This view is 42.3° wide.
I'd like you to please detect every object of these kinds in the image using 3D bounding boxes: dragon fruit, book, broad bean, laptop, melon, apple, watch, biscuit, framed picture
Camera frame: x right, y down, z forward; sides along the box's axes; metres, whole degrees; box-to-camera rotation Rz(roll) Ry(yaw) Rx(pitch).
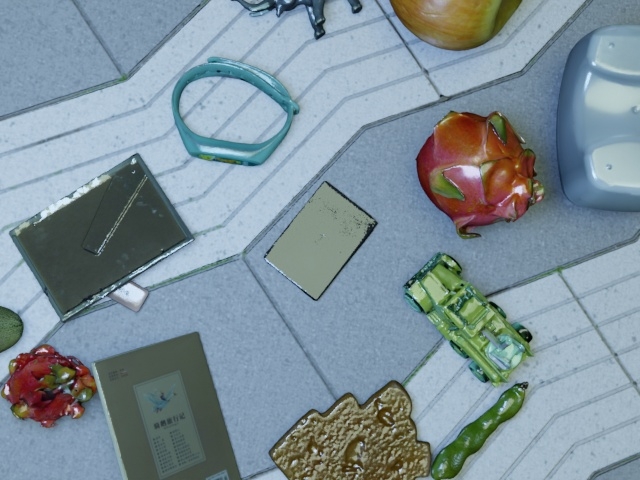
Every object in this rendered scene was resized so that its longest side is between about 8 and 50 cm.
[{"bbox_3d":[0.292,-0.127,1.515,0.224,0.224,0.227,-42,84,-9],"label":"dragon fruit"},{"bbox_3d":[-0.261,0.332,1.438,0.217,0.021,0.310,-13,84,-42],"label":"book"},{"bbox_3d":[0.297,0.356,1.537,0.256,0.053,0.052,-40,76,-13],"label":"broad bean"},{"bbox_3d":[0.000,0.000,1.565,0.135,0.016,0.197,40,80,0],"label":"laptop"},{"bbox_3d":[-0.601,0.159,1.438,0.162,0.099,0.099,-5,85,-10],"label":"melon"},{"bbox_3d":[0.254,-0.493,1.513,0.233,0.286,0.286,36,81,18],"label":"apple"},{"bbox_3d":[-0.160,-0.238,1.548,0.237,0.068,0.195,9,81,-2],"label":"watch"},{"bbox_3d":[-0.459,0.253,1.428,0.150,0.207,0.133,-17,102,-50],"label":"dragon fruit"},{"bbox_3d":[0.055,0.388,1.513,0.301,0.043,0.278,8,85,-8],"label":"biscuit"},{"bbox_3d":[-0.398,-0.009,1.500,0.281,0.019,0.209,-32,78,-8],"label":"framed picture"}]

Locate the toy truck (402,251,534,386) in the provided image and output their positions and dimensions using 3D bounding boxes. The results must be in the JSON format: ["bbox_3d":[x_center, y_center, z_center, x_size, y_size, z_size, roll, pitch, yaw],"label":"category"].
[{"bbox_3d":[0.282,0.140,1.522,0.128,0.135,0.259,-43,87,-9],"label":"toy truck"}]

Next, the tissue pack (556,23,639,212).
[{"bbox_3d":[0.562,-0.219,1.548,0.229,0.236,0.333,3,83,3],"label":"tissue pack"}]

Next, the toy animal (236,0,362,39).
[{"bbox_3d":[-0.025,-0.461,1.578,0.269,0.082,0.137,-25,84,-4],"label":"toy animal"}]

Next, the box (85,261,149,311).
[{"bbox_3d":[-0.372,0.085,1.507,0.115,0.025,0.048,31,80,-2],"label":"box"}]
